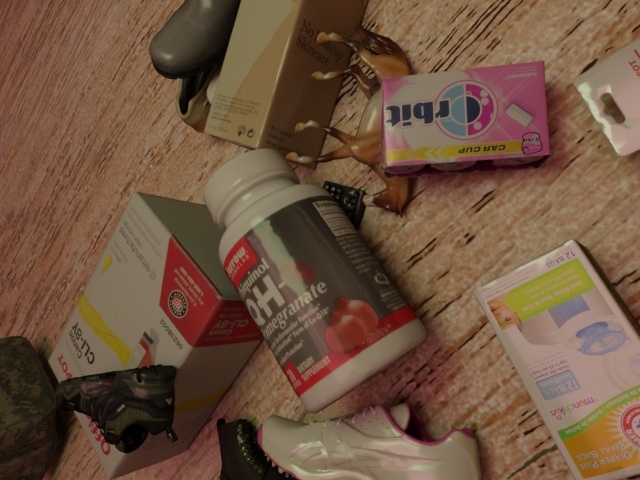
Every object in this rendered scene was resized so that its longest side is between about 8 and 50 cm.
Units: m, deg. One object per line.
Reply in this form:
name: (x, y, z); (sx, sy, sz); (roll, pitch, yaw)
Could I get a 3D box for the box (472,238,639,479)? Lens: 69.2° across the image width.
box: (0.263, 0.115, 0.463); (0.114, 0.103, 0.203); (-34, 67, 28)

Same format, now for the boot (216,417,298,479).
boot: (-0.095, 0.336, 0.713); (0.198, 0.077, 0.137); (-22, 68, 30)

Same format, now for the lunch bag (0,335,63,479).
lunch bag: (-0.744, 0.411, 1.072); (0.305, 0.212, 0.256); (34, 122, 35)

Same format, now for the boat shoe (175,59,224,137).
boat shoe: (-0.182, -0.339, 0.818); (0.113, 0.103, 0.302); (4, 88, 35)

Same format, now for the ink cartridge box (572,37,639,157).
ink cartridge box: (0.361, -0.160, 0.448); (0.181, 0.061, 0.104); (-29, 69, 29)

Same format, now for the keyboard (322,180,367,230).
keyboard: (0.000, 0.000, 0.708); (0.108, 0.023, 0.180); (20, 96, 35)

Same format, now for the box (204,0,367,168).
box: (-0.045, -0.281, 0.694); (0.121, 0.148, 0.311); (23, 99, 33)

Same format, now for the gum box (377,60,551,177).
gum box: (0.160, -0.137, 0.547); (0.188, 0.062, 0.107); (-2, 84, 13)

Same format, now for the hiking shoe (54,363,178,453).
hiking shoe: (-0.297, 0.245, 0.658); (0.227, 0.086, 0.114); (-15, 76, 29)

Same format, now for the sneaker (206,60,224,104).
sneaker: (-0.118, -0.290, 0.790); (0.080, 0.094, 0.212); (24, 75, 18)

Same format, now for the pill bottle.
pill bottle: (-0.022, 0.040, 0.605); (0.176, 0.176, 0.318); (-42, 71, 24)

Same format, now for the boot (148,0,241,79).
boot: (-0.161, -0.418, 0.666); (0.118, 0.223, 0.338); (30, 74, 18)

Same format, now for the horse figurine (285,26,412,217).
horse figurine: (0.062, -0.179, 0.633); (0.174, 0.066, 0.263); (14, 82, 1)

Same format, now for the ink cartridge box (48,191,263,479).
ink cartridge box: (-0.277, 0.157, 0.799); (0.279, 0.160, 0.385); (43, 109, 29)

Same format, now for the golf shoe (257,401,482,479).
golf shoe: (0.058, 0.265, 0.601); (0.306, 0.115, 0.140); (9, 80, 29)
